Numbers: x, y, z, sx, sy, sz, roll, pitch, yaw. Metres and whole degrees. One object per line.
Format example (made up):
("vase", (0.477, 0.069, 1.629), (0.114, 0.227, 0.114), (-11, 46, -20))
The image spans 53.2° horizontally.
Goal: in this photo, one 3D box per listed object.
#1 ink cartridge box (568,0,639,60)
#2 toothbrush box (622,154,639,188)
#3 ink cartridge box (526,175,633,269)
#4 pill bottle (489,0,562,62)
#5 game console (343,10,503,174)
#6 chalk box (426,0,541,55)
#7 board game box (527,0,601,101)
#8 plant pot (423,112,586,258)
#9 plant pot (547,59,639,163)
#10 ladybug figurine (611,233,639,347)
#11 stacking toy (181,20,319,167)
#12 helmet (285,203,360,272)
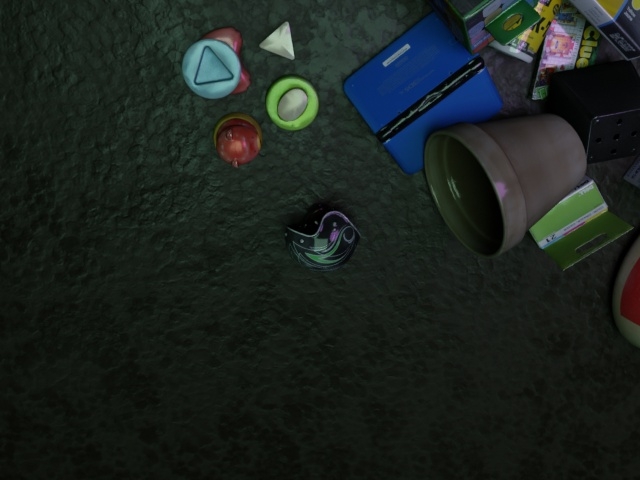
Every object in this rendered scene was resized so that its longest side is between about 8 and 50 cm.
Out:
("ink cartridge box", (0.647, -0.601, 1.360), (0.304, 0.072, 0.307), (36, 82, -16))
("toothbrush box", (0.886, -0.168, 1.490), (0.126, 0.295, 0.216), (27, 109, -12))
("ink cartridge box", (0.595, -0.060, 1.538), (0.189, 0.255, 0.097), (-33, 110, 9))
("pill bottle", (0.464, -0.515, 1.423), (0.119, 0.119, 0.208), (20, 109, -11))
("game console", (0.247, -0.346, 1.528), (0.293, 0.173, 0.250), (-36, 78, 10))
("chalk box", (0.329, -0.521, 1.311), (0.180, 0.179, 0.289), (-36, 74, 11))
("board game box", (0.585, -0.455, 1.503), (0.136, 0.030, 0.259), (3, 112, -7))
("plant pot", (0.443, -0.156, 1.490), (0.280, 0.323, 0.323), (-24, 112, -13))
("plant pot", (0.647, -0.283, 1.472), (0.188, 0.167, 0.188), (-11, 131, 1))
("ladybug figurine", (0.951, 0.111, 1.677), (0.305, 0.162, 0.449), (7, 111, -6))
("stacking toy", (-0.155, -0.335, 1.455), (0.280, 0.130, 0.308), (-19, 112, 5))
("helmet", (0.000, 0.000, 1.581), (0.161, 0.169, 0.169), (-45, 108, -4))
